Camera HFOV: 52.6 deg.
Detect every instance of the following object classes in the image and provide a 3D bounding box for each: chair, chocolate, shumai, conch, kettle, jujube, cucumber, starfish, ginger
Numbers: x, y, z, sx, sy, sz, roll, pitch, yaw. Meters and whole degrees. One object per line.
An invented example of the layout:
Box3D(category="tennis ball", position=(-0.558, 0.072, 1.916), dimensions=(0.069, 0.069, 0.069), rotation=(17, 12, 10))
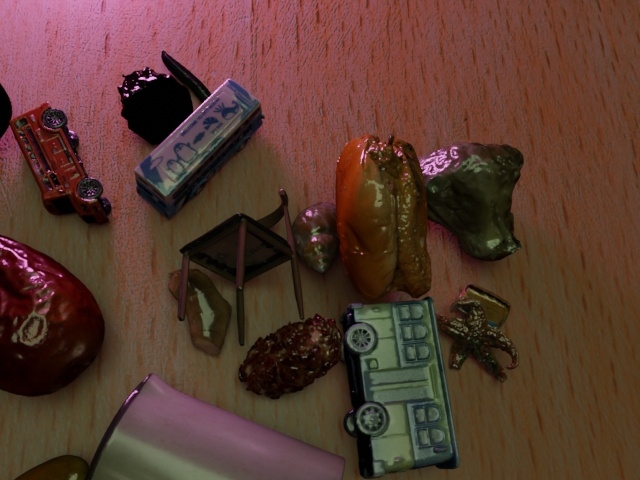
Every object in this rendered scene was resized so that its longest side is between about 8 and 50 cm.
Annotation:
Box3D(category="chair", position=(-0.148, 0.027, 1.205), dimensions=(0.166, 0.188, 0.272), rotation=(32, 42, -39))
Box3D(category="chocolate", position=(-0.360, -0.304, 1.362), dimensions=(0.156, 0.156, 0.133), rotation=(-28, 50, -16))
Box3D(category="shumai", position=(0.302, -0.074, 1.317), dimensions=(0.261, 0.225, 0.222), rotation=(9, 67, -23))
Box3D(category="conch", position=(0.000, -0.015, 1.319), dimensions=(0.173, 0.106, 0.116), rotation=(-44, 102, -33))
Box3D(category="kettle", position=(-0.197, 0.454, 1.085), dimensions=(0.377, 0.250, 0.361), rotation=(24, 98, 2))
Box3D(category="jujube", position=(-0.535, 0.126, 1.137), dimensions=(0.318, 0.223, 0.223), rotation=(40, 71, 10))
Box3D(category="cucumber", position=(-0.283, -0.348, 1.422), dimensions=(0.184, 0.033, 0.036), rotation=(45, 46, 7))
Box3D(category="starfish", position=(0.305, 0.196, 1.315), dimensions=(0.210, 0.053, 0.150), rotation=(27, 91, 14))
Box3D(category="ginger", position=(-0.230, 0.130, 1.251), dimensions=(0.095, 0.069, 0.190), rotation=(-33, 79, 1))

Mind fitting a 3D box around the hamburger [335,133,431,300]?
Box3D(category="hamburger", position=(0.112, -0.047, 1.185), dimensions=(0.170, 0.290, 0.314), rotation=(-6, 110, 0))

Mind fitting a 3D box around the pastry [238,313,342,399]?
Box3D(category="pastry", position=(-0.052, 0.218, 1.192), dimensions=(0.115, 0.208, 0.097), rotation=(44, 30, -33))

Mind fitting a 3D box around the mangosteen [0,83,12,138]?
Box3D(category="mangosteen", position=(-0.726, -0.261, 1.223), dimensions=(0.243, 0.243, 0.243), rotation=(3, 71, -8))

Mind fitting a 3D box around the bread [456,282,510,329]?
Box3D(category="bread", position=(0.338, 0.138, 1.345), dimensions=(0.106, 0.053, 0.072), rotation=(30, 93, 5))

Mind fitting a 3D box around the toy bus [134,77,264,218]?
Box3D(category="toy bus", position=(-0.244, -0.190, 1.321), dimensions=(0.106, 0.131, 0.297), rotation=(39, 72, 5))

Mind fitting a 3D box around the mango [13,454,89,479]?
Box3D(category="mango", position=(-0.476, 0.446, 1.075), dimensions=(0.227, 0.099, 0.136), rotation=(-44, 44, -6))

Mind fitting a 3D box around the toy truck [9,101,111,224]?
Box3D(category="toy truck", position=(-0.510, -0.138, 1.277), dimensions=(0.114, 0.107, 0.252), rotation=(-26, 76, -15))

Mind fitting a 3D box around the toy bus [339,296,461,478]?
Box3D(category="toy bus", position=(0.139, 0.274, 1.215), dimensions=(0.190, 0.152, 0.312), rotation=(-3, 72, -10))
